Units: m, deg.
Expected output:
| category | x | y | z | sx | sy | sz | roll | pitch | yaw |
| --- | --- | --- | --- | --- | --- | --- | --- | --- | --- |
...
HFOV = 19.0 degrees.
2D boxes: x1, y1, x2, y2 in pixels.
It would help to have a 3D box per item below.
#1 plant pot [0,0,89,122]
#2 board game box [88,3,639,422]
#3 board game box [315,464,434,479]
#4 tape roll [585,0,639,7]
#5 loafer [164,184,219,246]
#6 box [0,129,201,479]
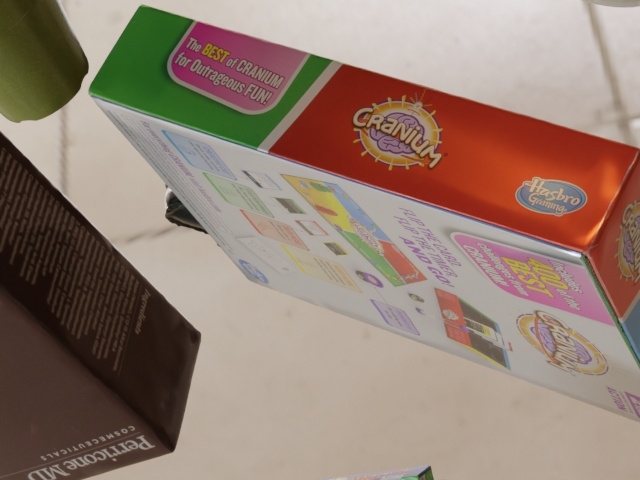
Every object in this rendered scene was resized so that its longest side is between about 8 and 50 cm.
| category | x | y | z | sx | sy | sz | roll | pitch | yaw |
| --- | --- | --- | --- | --- | --- | --- | --- | --- | --- |
| plant pot | -0.153 | -0.101 | 0.929 | 0.083 | 0.079 | 0.083 | -19 | 42 | 18 |
| board game box | 0.053 | -0.009 | 1.083 | 0.316 | 0.242 | 0.064 | 19 | 72 | 30 |
| board game box | 0.038 | 0.313 | 1.985 | 0.201 | 0.136 | 0.035 | -12 | 7 | 30 |
| tape roll | 0.315 | -0.381 | 1.943 | 0.246 | 0.246 | 0.169 | 8 | 40 | 25 |
| loafer | 0.000 | 0.000 | 1.508 | 0.267 | 0.096 | 0.084 | 8 | 72 | 9 |
| box | -0.288 | 0.038 | 1.534 | 0.191 | 0.381 | 0.143 | -20 | 41 | 29 |
